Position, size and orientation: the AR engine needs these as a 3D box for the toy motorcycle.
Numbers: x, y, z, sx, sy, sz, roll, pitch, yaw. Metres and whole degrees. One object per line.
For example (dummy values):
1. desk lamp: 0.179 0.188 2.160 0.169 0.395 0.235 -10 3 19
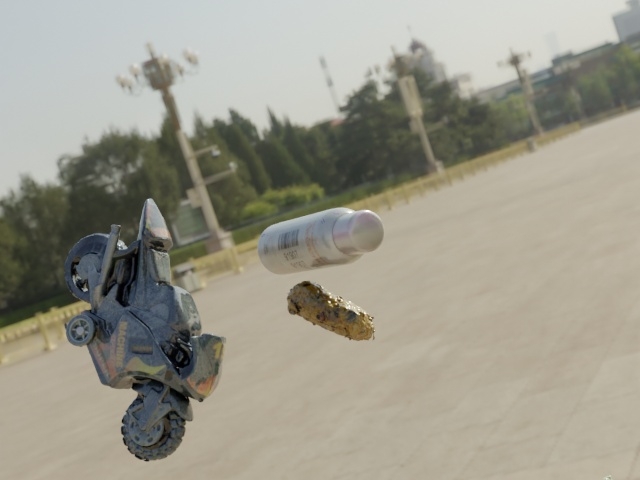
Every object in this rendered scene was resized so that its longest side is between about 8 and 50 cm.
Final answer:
1. toy motorcycle: -0.211 0.109 1.240 0.173 0.307 0.108 -28 -18 13

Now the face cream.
1. face cream: 0.000 0.000 1.407 0.082 0.082 0.269 -20 3 -28

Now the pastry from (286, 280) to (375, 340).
1. pastry: 0.013 0.097 1.396 0.140 0.056 0.080 20 0 30

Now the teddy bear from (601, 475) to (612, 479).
1. teddy bear: 0.529 0.533 1.487 0.362 0.375 0.327 25 -6 24
